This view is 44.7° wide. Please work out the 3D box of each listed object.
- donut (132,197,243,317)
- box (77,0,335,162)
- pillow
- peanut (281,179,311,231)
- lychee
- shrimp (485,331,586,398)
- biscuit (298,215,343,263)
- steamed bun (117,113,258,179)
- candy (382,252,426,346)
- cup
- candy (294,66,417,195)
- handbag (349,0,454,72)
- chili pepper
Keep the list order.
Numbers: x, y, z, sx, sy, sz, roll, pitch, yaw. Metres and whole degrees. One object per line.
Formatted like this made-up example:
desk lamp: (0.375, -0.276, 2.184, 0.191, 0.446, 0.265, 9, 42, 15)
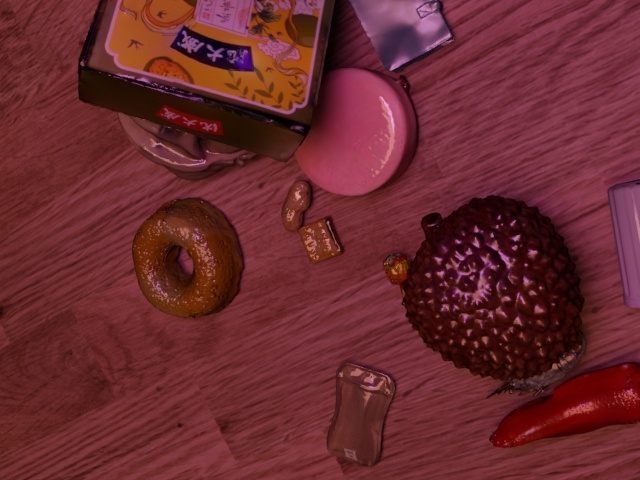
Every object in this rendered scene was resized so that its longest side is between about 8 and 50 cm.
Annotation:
donut: (-0.301, 0.048, 1.697, 0.272, 0.107, 0.272, 6, 105, 25)
box: (-0.174, -0.382, 1.327, 0.372, 0.138, 0.420, 16, 68, -14)
pillow: (0.081, 0.365, 1.619, 0.130, 0.033, 0.218, 13, 106, 19)
peanut: (-0.049, -0.070, 1.583, 0.054, 0.054, 0.113, 27, 113, 18)
lychee: (0.288, 0.081, 1.321, 0.330, 0.306, 0.306, 47, 116, 15)
shrimp: (0.388, 0.238, 1.428, 0.090, 0.079, 0.233, 34, 124, -24)
biscuit: (0.000, 0.000, 1.591, 0.081, 0.018, 0.083, -22, 90, 27)
steamed bun: (-0.249, -0.296, 1.520, 0.367, 0.255, 0.343, -18, 91, 25)
candy: (0.176, 0.118, 1.523, 0.060, 0.060, 0.201, -15, 101, 27)
cup: (0.569, -0.007, 1.227, 0.221, 0.166, 0.202, -10, 93, 59)
candy: (0.066, -0.211, 1.475, 0.255, 0.094, 0.255, 5, 102, 25)
handbag: (0.139, -0.433, 1.423, 0.144, 0.057, 0.221, -28, 87, 20)
chili pepper: (0.473, 0.291, 1.379, 0.387, 0.110, 0.110, -26, 89, 28)
